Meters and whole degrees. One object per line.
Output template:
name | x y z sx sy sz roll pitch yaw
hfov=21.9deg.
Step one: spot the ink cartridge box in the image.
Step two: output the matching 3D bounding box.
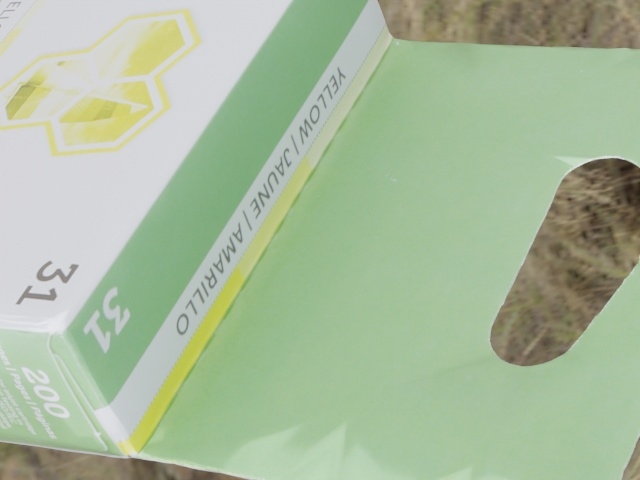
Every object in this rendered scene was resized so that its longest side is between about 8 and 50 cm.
ink cartridge box | -0.019 -0.018 0.433 0.235 0.171 0.056 3 135 31
